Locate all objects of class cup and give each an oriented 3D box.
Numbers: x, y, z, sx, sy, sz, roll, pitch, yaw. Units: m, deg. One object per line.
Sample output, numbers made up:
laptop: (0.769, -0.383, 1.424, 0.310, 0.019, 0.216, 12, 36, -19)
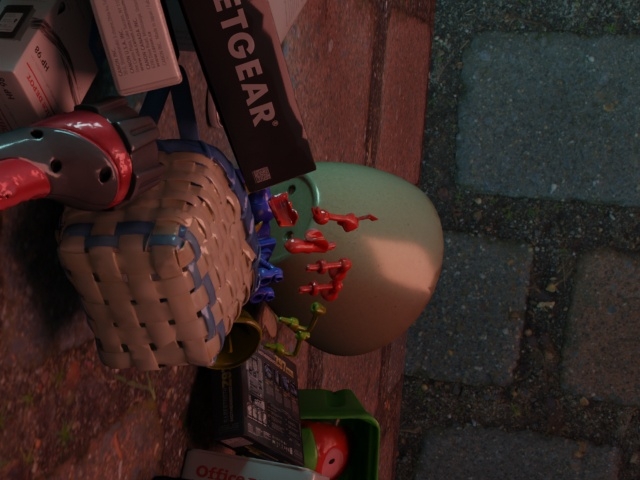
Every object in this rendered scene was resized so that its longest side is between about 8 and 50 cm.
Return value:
cup: (0.000, 0.000, 1.514, 0.237, 0.331, 0.331, 30, 65, -45)

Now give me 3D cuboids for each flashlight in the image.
flashlight: (-0.259, -0.036, 0.748, 0.304, 0.103, 0.103, -36, 131, -52)

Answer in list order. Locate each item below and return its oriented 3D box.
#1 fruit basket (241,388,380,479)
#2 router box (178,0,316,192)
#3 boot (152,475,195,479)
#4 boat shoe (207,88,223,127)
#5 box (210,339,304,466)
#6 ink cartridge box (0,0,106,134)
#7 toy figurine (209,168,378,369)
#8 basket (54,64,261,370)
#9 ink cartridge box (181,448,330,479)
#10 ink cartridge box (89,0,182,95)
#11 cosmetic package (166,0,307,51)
fruit basket: (-0.038, 0.479, 1.637, 0.392, 0.283, 0.392, 180, -90, -89)
router box: (-0.104, -0.242, 0.970, 0.243, 0.081, 0.309, -115, -173, -54)
boot: (-0.191, 0.349, 1.275, 0.121, 0.099, 0.045, 48, 52, -68)
boat shoe: (-0.135, -0.234, 1.341, 0.049, 0.040, 0.142, 10, 87, -75)
box: (-0.100, 0.255, 1.479, 0.232, 0.059, 0.183, 48, 32, -57)
ink cartridge box: (-0.269, -0.159, 0.857, 0.104, 0.060, 0.180, 77, 25, -53)
toy figurine: (-0.091, -0.001, 1.311, 0.217, 0.191, 0.362, 65, -32, 31)
basket: (-0.170, -0.023, 1.012, 0.289, 0.201, 0.254, -74, 160, -50)
ink cartridge box: (-0.117, 0.477, 1.386, 0.121, 0.211, 0.289, 52, 47, -68)
ink cartridge box: (-0.205, -0.305, 0.901, 0.261, 0.066, 0.296, -121, -164, -72)
cosmetic package: (-0.110, -0.348, 1.177, 0.183, 0.151, 0.151, -67, 158, -44)
